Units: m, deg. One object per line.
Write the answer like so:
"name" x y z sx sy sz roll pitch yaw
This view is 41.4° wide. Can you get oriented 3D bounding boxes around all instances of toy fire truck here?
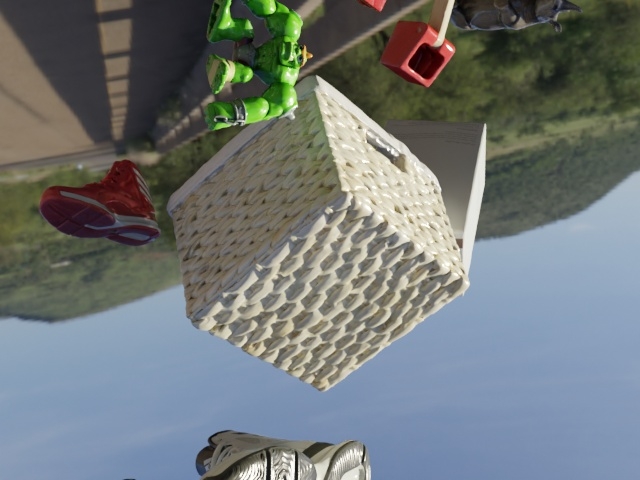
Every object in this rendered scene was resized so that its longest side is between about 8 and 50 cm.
"toy fire truck" 0.084 -0.244 0.742 0.047 0.192 0.135 21 -172 -47

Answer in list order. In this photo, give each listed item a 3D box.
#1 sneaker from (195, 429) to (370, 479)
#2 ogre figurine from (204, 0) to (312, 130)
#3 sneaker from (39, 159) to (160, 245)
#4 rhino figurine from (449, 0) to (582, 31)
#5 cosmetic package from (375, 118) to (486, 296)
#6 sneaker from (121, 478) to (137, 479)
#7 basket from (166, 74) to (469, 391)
"sneaker" -0.122 0.388 1.302 0.257 0.169 0.447 -3 171 27
"ogre figurine" -0.079 -0.229 1.038 0.118 0.197 0.097 7 152 -29
"sneaker" -0.353 -0.073 1.333 0.087 0.128 0.221 -26 153 23
"rhino figurine" 0.306 -0.381 1.372 0.243 0.073 0.106 12 173 32
"cosmetic package" 0.196 -0.076 1.626 0.217 0.156 0.385 6 -141 16
"sneaker" -0.114 0.407 0.818 0.147 0.385 0.145 -41 -168 -13
"basket" 0.000 0.000 1.272 0.331 0.266 0.328 -39 131 21
